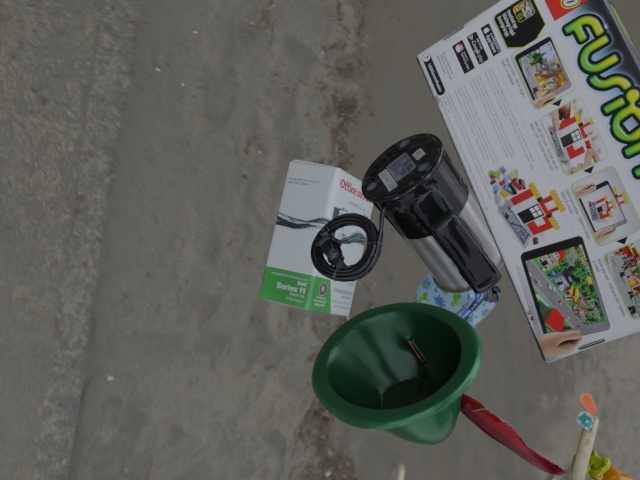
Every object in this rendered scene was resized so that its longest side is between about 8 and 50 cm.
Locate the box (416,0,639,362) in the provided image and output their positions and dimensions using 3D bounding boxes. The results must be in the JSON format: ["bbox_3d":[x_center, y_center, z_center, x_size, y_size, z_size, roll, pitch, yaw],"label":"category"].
[{"bbox_3d":[0.145,-0.046,0.400,0.036,0.114,0.207,1,66,-55],"label":"box"}]

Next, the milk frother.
[{"bbox_3d":[0.083,0.003,0.638,0.143,0.129,0.135,-27,123,23],"label":"milk frother"}]

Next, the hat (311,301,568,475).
[{"bbox_3d":[0.110,0.192,0.736,0.173,0.208,0.184,-36,123,-21],"label":"hat"}]

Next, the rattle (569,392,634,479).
[{"bbox_3d":[0.574,0.417,1.381,0.130,0.142,0.200,-14,119,-44],"label":"rattle"}]

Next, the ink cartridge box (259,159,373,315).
[{"bbox_3d":[0.000,0.000,1.036,0.153,0.086,0.208,19,83,-62],"label":"ink cartridge box"}]

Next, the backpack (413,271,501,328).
[{"bbox_3d":[0.196,0.090,1.048,0.084,0.105,0.114,8,123,-44],"label":"backpack"}]
